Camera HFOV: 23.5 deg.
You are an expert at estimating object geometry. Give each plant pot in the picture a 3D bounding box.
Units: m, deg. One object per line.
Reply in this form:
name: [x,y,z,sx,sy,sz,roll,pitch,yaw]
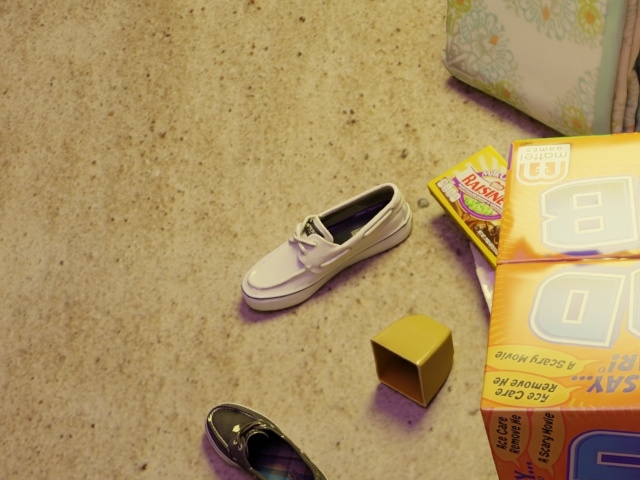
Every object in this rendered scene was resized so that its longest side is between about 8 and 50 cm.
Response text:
plant pot: [0.124,0.142,1.937,0.081,0.081,0.083,28,55,34]

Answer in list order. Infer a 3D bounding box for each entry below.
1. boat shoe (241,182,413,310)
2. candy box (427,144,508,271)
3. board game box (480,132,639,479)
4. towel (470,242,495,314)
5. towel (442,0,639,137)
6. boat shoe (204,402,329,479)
boat shoe: [0.000,0.000,2.083,0.258,0.084,0.095,-32,50,-6]
candy box: [0.231,-0.039,2.010,0.105,0.027,0.206,-30,44,-6]
board game box: [0.376,0.135,1.541,0.357,0.356,0.356,-3,46,16]
towel: [0.302,0.056,1.955,0.187,0.049,0.282,-19,50,6]
towel: [0.307,-0.329,2.052,0.090,0.374,0.320,-25,44,-32]
boat shoe: [-0.071,0.263,1.912,0.080,0.076,0.228,-40,51,-12]
